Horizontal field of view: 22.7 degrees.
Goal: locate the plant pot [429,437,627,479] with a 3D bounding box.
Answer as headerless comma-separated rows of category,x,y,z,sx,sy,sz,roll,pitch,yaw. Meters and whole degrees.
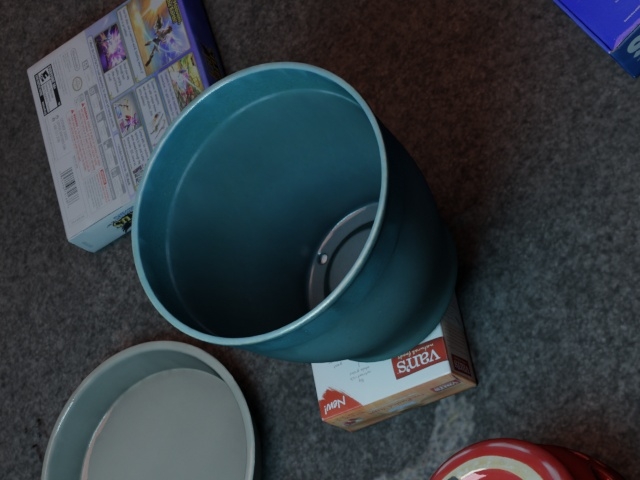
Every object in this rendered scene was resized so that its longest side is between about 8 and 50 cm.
plant pot,0.191,0.273,1.463,0.191,0.174,0.191,-12,64,27

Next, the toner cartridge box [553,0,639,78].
toner cartridge box,0.384,-0.347,1.626,0.348,0.075,0.165,-45,56,11

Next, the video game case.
video game case,-0.228,-0.158,1.954,0.244,0.061,0.269,-31,59,21

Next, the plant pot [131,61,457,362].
plant pot,0.000,0.000,1.548,0.271,0.255,0.271,-11,67,27

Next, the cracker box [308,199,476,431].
cracker box,0.061,0.067,1.684,0.156,0.067,0.232,-24,62,23

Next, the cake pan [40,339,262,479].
cake pan,-0.183,0.259,1.777,0.293,0.054,0.293,-12,67,29
